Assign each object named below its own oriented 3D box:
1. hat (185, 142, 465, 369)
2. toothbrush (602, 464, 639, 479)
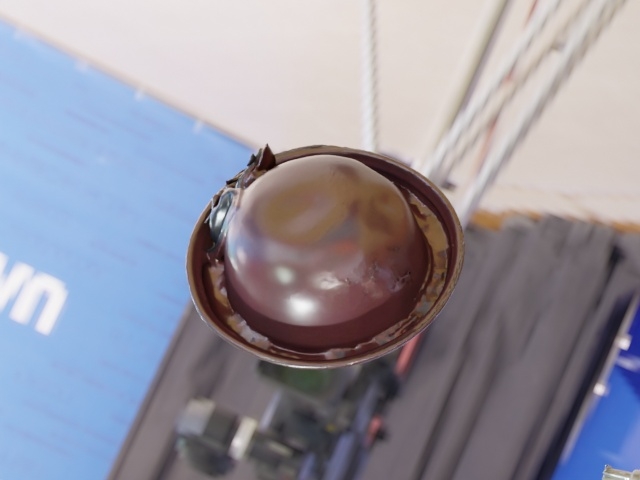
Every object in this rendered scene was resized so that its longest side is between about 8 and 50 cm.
[{"bbox_3d":[0.000,0.000,1.293,0.205,0.205,0.089,20,150,22],"label":"hat"},{"bbox_3d":[0.188,0.157,1.045,0.024,0.018,0.257,11,167,20],"label":"toothbrush"}]
